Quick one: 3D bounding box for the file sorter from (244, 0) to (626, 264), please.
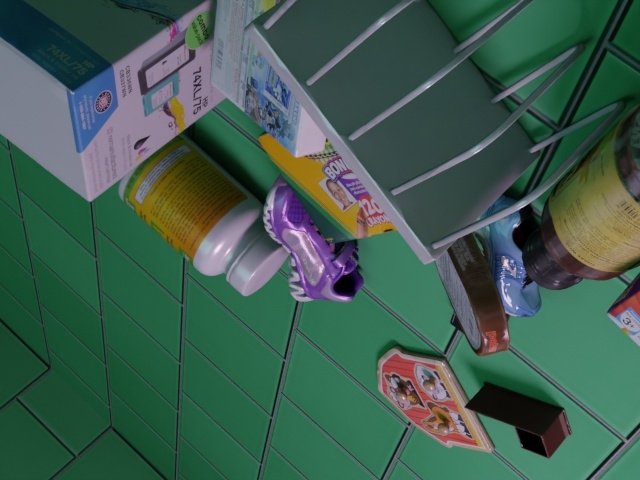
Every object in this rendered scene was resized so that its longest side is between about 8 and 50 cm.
[{"bbox_3d":[0.113,-0.159,0.966,0.278,0.193,0.173,52,148,-6],"label":"file sorter"}]

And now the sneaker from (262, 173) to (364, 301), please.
[{"bbox_3d":[0.000,0.000,1.426,0.104,0.095,0.236,18,144,33],"label":"sneaker"}]

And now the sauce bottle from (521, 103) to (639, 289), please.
[{"bbox_3d":[0.263,-0.026,0.960,0.111,0.111,0.344,45,163,6],"label":"sauce bottle"}]

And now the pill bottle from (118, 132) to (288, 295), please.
[{"bbox_3d":[-0.165,-0.036,1.550,0.245,0.136,0.136,42,151,13],"label":"pill bottle"}]

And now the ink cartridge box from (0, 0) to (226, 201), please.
[{"bbox_3d":[-0.259,-0.232,1.303,0.197,0.270,0.198,36,149,20],"label":"ink cartridge box"}]

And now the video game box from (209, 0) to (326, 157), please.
[{"bbox_3d":[-0.050,-0.225,1.164,0.187,0.048,0.205,45,138,39],"label":"video game box"}]

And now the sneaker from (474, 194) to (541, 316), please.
[{"bbox_3d":[0.219,0.023,1.170,0.073,0.063,0.162,12,135,43],"label":"sneaker"}]

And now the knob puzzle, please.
[{"bbox_3d":[0.146,0.237,1.564,0.213,0.030,0.213,34,149,25],"label":"knob puzzle"}]

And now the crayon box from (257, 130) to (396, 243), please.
[{"bbox_3d":[0.061,-0.097,1.221,0.165,0.081,0.278,56,151,-13],"label":"crayon box"}]

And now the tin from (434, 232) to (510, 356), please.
[{"bbox_3d":[0.162,0.043,1.180,0.106,0.040,0.190,84,170,-47],"label":"tin"}]

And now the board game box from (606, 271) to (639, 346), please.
[{"bbox_3d":[0.383,0.018,0.852,0.144,0.142,0.275,45,151,7],"label":"board game box"}]

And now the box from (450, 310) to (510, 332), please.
[{"bbox_3d":[0.200,0.096,1.330,0.067,0.018,0.083,38,149,20],"label":"box"}]

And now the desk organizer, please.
[{"bbox_3d":[0.256,0.234,1.387,0.130,0.050,0.047,15,137,46],"label":"desk organizer"}]
